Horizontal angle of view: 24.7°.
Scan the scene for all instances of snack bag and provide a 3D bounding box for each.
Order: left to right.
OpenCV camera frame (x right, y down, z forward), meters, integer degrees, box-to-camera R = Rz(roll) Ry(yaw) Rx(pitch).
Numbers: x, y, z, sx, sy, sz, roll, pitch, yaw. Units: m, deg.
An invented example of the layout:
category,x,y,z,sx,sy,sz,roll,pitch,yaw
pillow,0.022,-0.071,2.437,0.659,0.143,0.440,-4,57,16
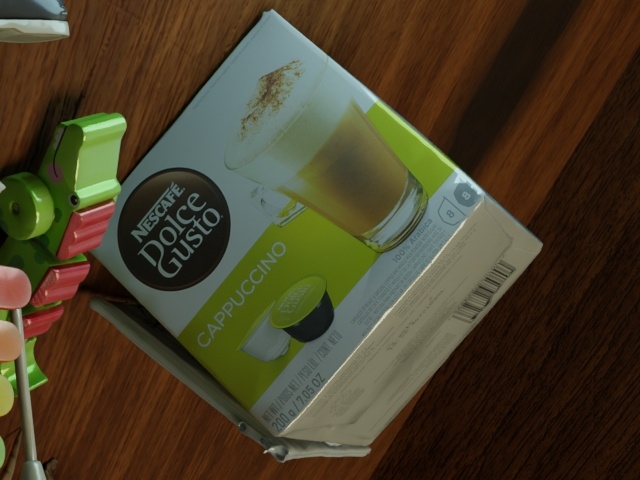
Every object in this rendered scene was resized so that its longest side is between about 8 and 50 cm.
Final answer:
category,x,y,z,sx,sy,sz,roll,pitch,yaw
snack bag,-0.105,0.160,1.789,0.037,0.323,0.342,-55,161,5

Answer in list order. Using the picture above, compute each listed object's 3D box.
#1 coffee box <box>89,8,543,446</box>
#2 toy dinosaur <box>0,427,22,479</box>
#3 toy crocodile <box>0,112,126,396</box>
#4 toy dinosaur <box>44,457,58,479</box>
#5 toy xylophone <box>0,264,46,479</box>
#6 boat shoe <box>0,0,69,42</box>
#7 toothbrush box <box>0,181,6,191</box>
category,x,y,z,sx,sy,sz,roll,pitch,yaw
coffee box,0.000,0.000,1.677,0.337,0.334,0.338,-49,160,6
toy dinosaur,-0.425,0.340,1.801,0.211,0.112,0.064,-41,166,1
toy crocodile,-0.275,0.015,1.458,0.115,0.105,0.340,-19,146,-56
toy dinosaur,-0.368,0.420,1.917,0.296,0.200,0.127,-17,144,-56
toy xylophone,-0.331,0.132,1.307,0.081,0.322,0.236,-16,170,38
boat shoe,-0.277,-0.195,1.137,0.206,0.075,0.065,-1,88,-58
toothbrush box,-0.417,0.012,1.106,0.295,0.126,0.216,-50,161,3
